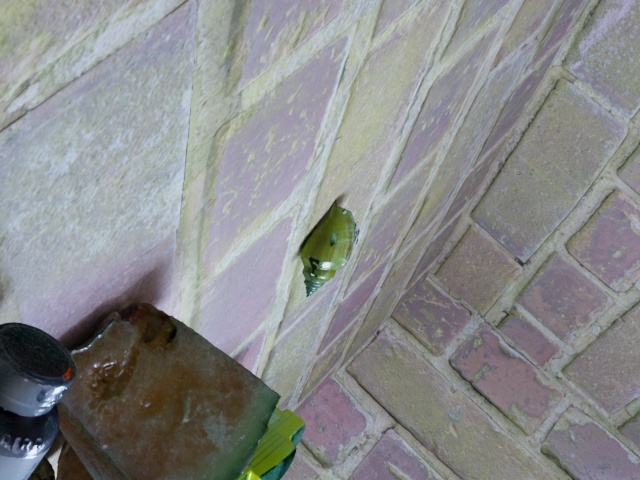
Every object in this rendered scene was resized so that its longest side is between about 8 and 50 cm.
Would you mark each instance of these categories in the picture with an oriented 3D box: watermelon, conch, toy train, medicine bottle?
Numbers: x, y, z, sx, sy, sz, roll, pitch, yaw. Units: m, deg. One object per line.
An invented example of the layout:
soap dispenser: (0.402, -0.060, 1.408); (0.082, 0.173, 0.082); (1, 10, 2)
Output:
watermelon: (-0.236, 0.226, 1.376); (0.264, 0.302, 0.151); (-50, -166, -33)
conch: (0.014, 0.023, 1.977); (0.201, 0.094, 0.079); (-54, -159, 15)
toy train: (-0.207, 0.424, 1.988); (0.179, 0.272, 0.442); (-58, 166, 22)
medicine bottle: (-0.384, 0.229, 1.062); (0.293, 0.141, 0.141); (-53, 168, 15)

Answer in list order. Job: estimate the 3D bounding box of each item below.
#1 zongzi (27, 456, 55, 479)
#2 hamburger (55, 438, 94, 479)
zongzi: (-0.474, 0.406, 1.453); (0.176, 0.078, 0.160); (-39, 159, -29)
hamburger: (-0.294, 0.349, 1.506); (0.245, 0.261, 0.211); (-22, 148, -22)
